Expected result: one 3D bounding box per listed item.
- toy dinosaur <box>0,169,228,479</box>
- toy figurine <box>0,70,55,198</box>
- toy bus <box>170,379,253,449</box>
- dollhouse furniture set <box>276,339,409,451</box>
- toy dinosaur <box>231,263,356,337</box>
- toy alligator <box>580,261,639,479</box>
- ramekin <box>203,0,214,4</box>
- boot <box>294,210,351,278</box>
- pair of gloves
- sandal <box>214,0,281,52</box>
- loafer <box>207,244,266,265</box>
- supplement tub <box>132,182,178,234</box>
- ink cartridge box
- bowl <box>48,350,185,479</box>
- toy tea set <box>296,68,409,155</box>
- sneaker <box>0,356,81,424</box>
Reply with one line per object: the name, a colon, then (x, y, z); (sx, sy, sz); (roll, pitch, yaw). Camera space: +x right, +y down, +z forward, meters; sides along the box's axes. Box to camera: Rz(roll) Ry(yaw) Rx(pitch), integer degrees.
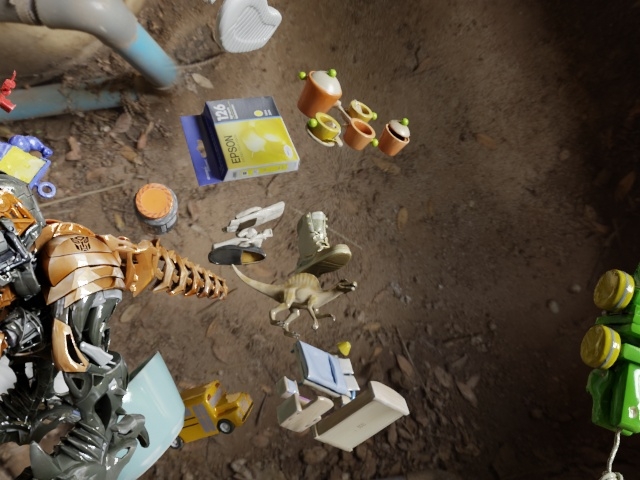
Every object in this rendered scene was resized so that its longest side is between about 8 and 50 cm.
toy dinosaur: (-0.197, 0.060, 0.399); (0.321, 0.164, 0.219); (-1, 97, -29)
toy figurine: (-0.665, -0.149, 1.166); (0.191, 0.363, 0.217); (-26, 127, 38)
toy bus: (-0.365, 0.500, 1.592); (0.332, 0.108, 0.130); (-22, 100, 19)
dollhouse furniture set: (0.036, 0.326, 1.405); (0.198, 0.303, 0.286); (-40, 129, 19)
toy dinosaur: (-0.041, 0.084, 0.779); (0.183, 0.053, 0.093); (4, 57, 10)
toy alligator: (0.201, 0.086, 0.372); (0.056, 0.051, 0.190); (20, 78, 0)
ramekin: (-0.265, -0.630, 1.102); (0.135, 0.277, 0.277); (-42, 93, 0)
boot: (0.000, 0.000, 1.387); (0.077, 0.213, 0.165); (13, 66, -29)
pair of gloves: (-0.222, -0.023, 1.698); (0.204, 0.240, 0.042); (-15, 66, -33)
sandal: (-0.211, -0.580, 1.449); (0.102, 0.416, 0.169); (39, 103, -2)
loafer: (-0.240, 0.044, 1.608); (0.169, 0.061, 0.062); (-6, 100, -23)
supplement tub: (-0.443, -0.086, 1.492); (0.116, 0.190, 0.117); (3, 79, -13)
ink cartridge box: (-0.256, -0.320, 1.719); (0.307, 0.072, 0.304); (-10, 58, -20)
bowl: (-0.423, 0.414, 1.222); (0.311, 0.311, 0.163); (-41, 96, 5)
toy tea set: (0.093, -0.323, 1.387); (0.124, 0.335, 0.200); (-52, 51, 35)
sneaker: (-0.427, 0.194, 0.794); (0.296, 0.111, 0.129); (-5, 58, 14)
